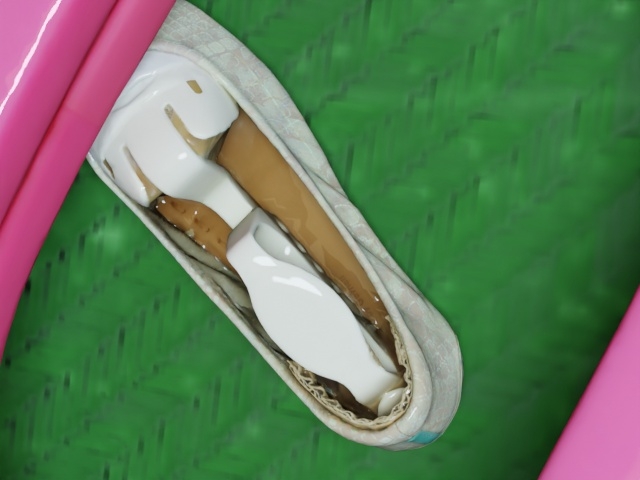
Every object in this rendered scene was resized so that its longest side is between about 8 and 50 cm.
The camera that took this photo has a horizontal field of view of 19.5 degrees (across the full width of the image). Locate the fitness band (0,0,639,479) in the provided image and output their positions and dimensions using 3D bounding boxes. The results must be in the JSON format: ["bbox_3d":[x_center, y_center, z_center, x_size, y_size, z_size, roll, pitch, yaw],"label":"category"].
[{"bbox_3d":[0.000,0.000,0.445,0.209,0.054,0.291,27,89,22],"label":"fitness band"}]

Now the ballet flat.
[{"bbox_3d":[-0.022,-0.011,0.512,0.168,0.052,0.057,46,102,8],"label":"ballet flat"}]
